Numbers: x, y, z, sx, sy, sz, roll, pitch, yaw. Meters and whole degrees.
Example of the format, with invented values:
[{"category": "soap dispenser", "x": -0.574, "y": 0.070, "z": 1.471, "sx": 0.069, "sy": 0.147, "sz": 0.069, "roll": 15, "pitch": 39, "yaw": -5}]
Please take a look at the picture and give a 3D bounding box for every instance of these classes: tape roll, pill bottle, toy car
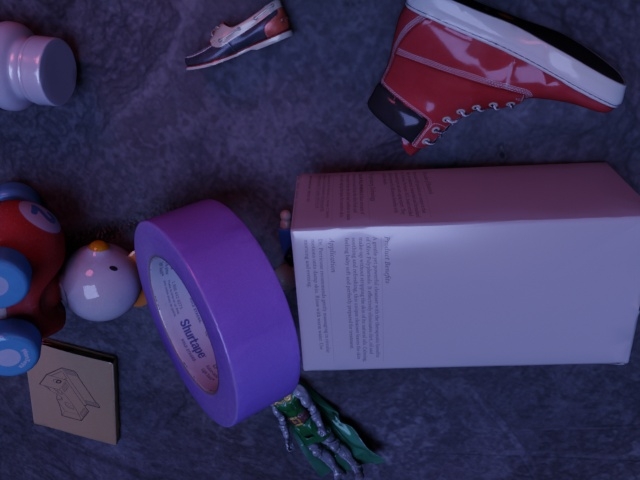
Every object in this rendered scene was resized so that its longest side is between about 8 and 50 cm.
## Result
[{"category": "tape roll", "x": -0.137, "y": 0.090, "z": 0.790, "sx": 0.275, "sy": 0.090, "sz": 0.274, "roll": 40, "pitch": 143, "yaw": 40}, {"category": "pill bottle", "x": -0.402, "y": -0.215, "z": 0.762, "sx": 0.180, "sy": 0.108, "sz": 0.107, "roll": 8, "pitch": 120, "yaw": 8}, {"category": "toy car", "x": -0.339, "y": 0.041, "z": 0.872, "sx": 0.238, "sy": 0.219, "sz": 0.210, "roll": -4, "pitch": 122, "yaw": -19}]

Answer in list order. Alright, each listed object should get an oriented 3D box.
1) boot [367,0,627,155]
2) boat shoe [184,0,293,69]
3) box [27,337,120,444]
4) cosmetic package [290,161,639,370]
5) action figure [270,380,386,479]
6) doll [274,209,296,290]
[{"category": "boot", "x": 0.181, "y": -0.152, "z": 0.680, "sx": 0.244, "sy": 0.088, "sz": 0.176, "roll": 25, "pitch": 122, "yaw": 8}, {"category": "boat shoe", "x": -0.099, "y": -0.232, "z": 0.718, "sx": 0.137, "sy": 0.049, "sz": 0.043, "roll": -16, "pitch": 111, "yaw": 18}, {"category": "box", "x": -0.432, "y": 0.263, "z": 1.089, "sx": 0.165, "sy": 0.021, "sz": 0.201, "roll": 13, "pitch": 122, "yaw": 6}, {"category": "cosmetic package", "x": 0.157, "y": 0.030, "z": 0.715, "sx": 0.366, "sy": 0.155, "sz": 0.196, "roll": -1, "pitch": 119, "yaw": 2}, {"category": "action figure", "x": -0.017, "y": 0.296, "z": 0.993, "sx": 0.137, "sy": 0.063, "sz": 0.232, "roll": -30, "pitch": 105, "yaw": 29}, {"category": "doll", "x": 0.000, "y": 0.000, "z": 0.826, "sx": 0.129, "sy": 0.046, "sz": 0.189, "roll": 36, "pitch": 119, "yaw": -17}]
